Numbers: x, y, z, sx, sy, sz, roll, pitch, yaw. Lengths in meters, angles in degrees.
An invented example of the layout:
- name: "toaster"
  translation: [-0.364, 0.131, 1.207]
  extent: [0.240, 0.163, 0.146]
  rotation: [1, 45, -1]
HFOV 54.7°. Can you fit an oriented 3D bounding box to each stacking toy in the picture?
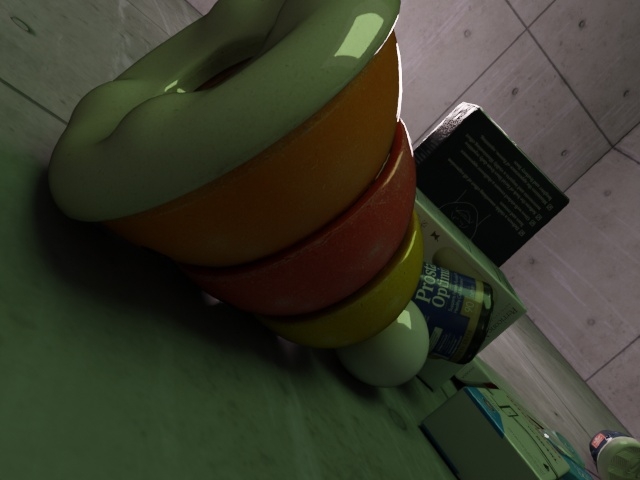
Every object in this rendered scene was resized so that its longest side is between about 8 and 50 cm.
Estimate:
- name: "stacking toy"
  translation: [0.000, 0.000, 0.654]
  extent: [0.480, 0.350, 0.351]
  rotation: [57, 5, -31]

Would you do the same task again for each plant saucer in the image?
- name: "plant saucer"
  translation: [0.534, 0.456, 1.343]
  extent: [0.119, 0.021, 0.119]
  rotation: [43, 13, -12]

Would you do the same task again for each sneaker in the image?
- name: "sneaker"
  translation: [0.706, 0.517, 1.495]
  extent: [0.350, 0.131, 0.148]
  rotation: [40, 5, -43]

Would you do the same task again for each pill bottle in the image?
- name: "pill bottle"
  translation: [0.118, 0.084, 0.866]
  extent: [0.219, 0.123, 0.123]
  rotation: [18, 14, 1]

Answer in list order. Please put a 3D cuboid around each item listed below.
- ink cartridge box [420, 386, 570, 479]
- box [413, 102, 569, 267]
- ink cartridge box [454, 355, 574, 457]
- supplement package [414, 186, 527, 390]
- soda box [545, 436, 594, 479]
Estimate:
- name: "ink cartridge box"
  translation: [0.243, 0.281, 0.840]
  extent: [0.148, 0.086, 0.203]
  rotation: [52, 15, 29]
- name: "box"
  translation: [0.302, -0.071, 1.432]
  extent: [0.293, 0.395, 0.212]
  rotation: [43, 12, -9]
- name: "ink cartridge box"
  translation: [0.327, 0.291, 1.107]
  extent: [0.181, 0.056, 0.225]
  rotation: [39, 10, -25]
- name: "supplement package"
  translation: [0.160, 0.059, 1.023]
  extent: [0.262, 0.199, 0.198]
  rotation: [43, 14, -6]
- name: "soda box"
  translation: [0.364, 0.369, 0.988]
  extent: [0.210, 0.067, 0.071]
  rotation: [41, 13, -19]
